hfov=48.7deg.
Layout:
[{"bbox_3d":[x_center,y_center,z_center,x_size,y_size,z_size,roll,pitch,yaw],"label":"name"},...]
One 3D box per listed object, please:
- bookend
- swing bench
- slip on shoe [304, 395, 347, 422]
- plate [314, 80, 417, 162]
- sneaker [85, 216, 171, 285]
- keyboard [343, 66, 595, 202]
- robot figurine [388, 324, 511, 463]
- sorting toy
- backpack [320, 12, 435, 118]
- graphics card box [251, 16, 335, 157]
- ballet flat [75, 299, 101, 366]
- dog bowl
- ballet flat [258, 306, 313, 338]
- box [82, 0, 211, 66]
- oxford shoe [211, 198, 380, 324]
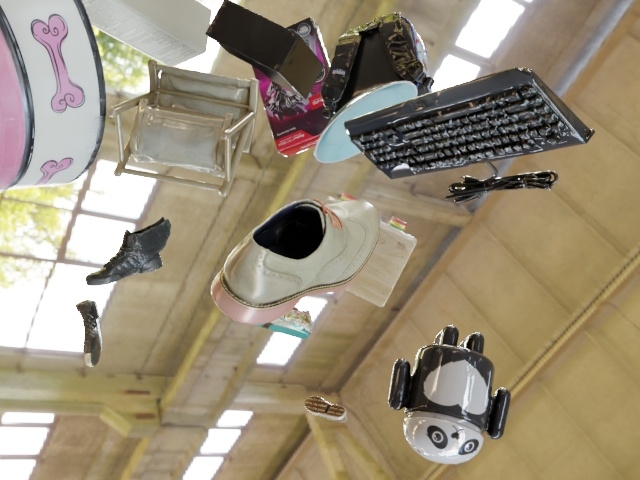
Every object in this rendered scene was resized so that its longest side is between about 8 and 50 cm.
[{"bbox_3d":[-0.093,-0.333,1.244,0.156,0.157,0.072,30,-87,17],"label":"bookend"},{"bbox_3d":[-0.287,-0.249,1.530,0.254,0.253,0.165,-73,173,-50],"label":"swing bench"},{"bbox_3d":[0.016,0.467,1.946,0.135,0.041,0.051,7,-130,32],"label":"slip on shoe"},{"bbox_3d":[0.065,-0.186,1.090,0.024,0.188,0.188,56,-48,16],"label":"plate"},{"bbox_3d":[-0.349,0.020,1.285,0.051,0.170,0.089,14,-63,59],"label":"sneaker"},{"bbox_3d":[0.177,-0.105,0.845,0.317,0.201,0.033,-4,-123,58],"label":"keyboard"},{"bbox_3d":[0.271,0.323,1.481,0.209,0.173,0.278,-2,-120,35],"label":"robot figurine"},{"bbox_3d":[0.106,0.017,1.899,0.089,0.257,0.255,-57,172,-48],"label":"sorting toy"},{"bbox_3d":[0.155,-0.406,1.725,0.276,0.213,0.263,-10,-113,20],"label":"backpack"},{"bbox_3d":[-0.068,-0.473,2.196,0.233,0.094,0.371,-19,-99,17],"label":"graphics card box"},{"bbox_3d":[-0.520,0.209,1.584,0.057,0.049,0.173,83,-8,-52],"label":"ballet flat"},{"bbox_3d":[-0.490,-0.245,0.977,0.408,0.150,0.408,19,-57,31],"label":"dog bowl"},{"bbox_3d":[-0.126,0.177,1.741,0.091,0.241,0.077,-37,-141,50],"label":"ballet flat"},{"bbox_3d":[-0.415,-0.530,1.620,0.148,0.311,0.121,-8,-110,40],"label":"box"},{"bbox_3d":[0.000,0.000,1.133,0.140,0.397,0.146,39,-53,14],"label":"oxford shoe"}]
